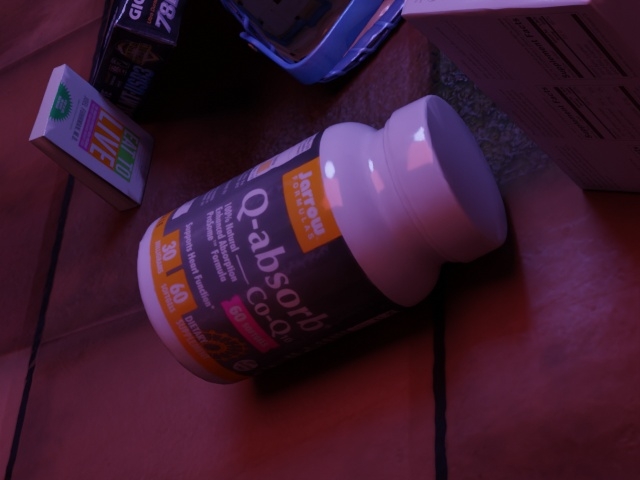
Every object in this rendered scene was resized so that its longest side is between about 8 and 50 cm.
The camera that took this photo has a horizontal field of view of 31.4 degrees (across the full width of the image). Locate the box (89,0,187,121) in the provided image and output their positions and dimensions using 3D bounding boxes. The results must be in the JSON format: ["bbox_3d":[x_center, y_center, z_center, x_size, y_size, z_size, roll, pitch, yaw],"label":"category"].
[{"bbox_3d":[-0.175,-0.304,1.236,0.295,0.073,0.293,150,137,-71],"label":"box"}]

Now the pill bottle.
[{"bbox_3d":[0.000,0.000,0.936,0.278,0.162,0.162,-26,47,24],"label":"pill bottle"}]

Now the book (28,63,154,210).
[{"bbox_3d":[-0.245,-0.110,1.236,0.035,0.144,0.096,-13,54,34],"label":"book"}]

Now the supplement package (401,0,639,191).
[{"bbox_3d":[0.212,-0.178,0.796,0.145,0.262,0.204,7,71,43],"label":"supplement package"}]

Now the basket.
[{"bbox_3d":[0.011,-0.273,1.092,0.255,0.201,0.289,-51,32,-3],"label":"basket"}]
